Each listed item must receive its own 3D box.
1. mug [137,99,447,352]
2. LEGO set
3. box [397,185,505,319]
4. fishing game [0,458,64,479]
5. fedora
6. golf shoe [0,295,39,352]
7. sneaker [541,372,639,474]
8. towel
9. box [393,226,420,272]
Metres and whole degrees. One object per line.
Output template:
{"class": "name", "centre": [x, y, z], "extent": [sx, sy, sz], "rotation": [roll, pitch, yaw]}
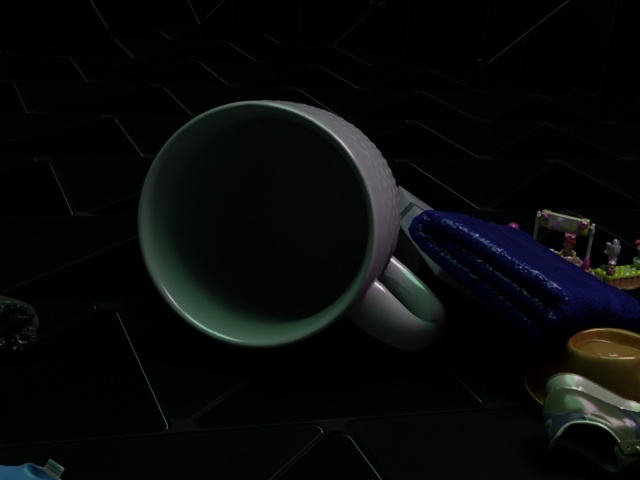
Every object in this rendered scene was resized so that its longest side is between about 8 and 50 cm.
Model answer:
{"class": "mug", "centre": [0.000, 0.000, 1.408], "extent": [0.374, 0.276, 0.328], "rotation": [40, 13, 7]}
{"class": "LEGO set", "centre": [0.405, 0.011, 1.680], "extent": [0.286, 0.107, 0.132], "rotation": [7, 18, 4]}
{"class": "box", "centre": [0.175, 0.015, 1.546], "extent": [0.145, 0.038, 0.186], "rotation": [32, 17, -34]}
{"class": "fishing game", "centre": [-0.283, 0.223, 0.940], "extent": [0.264, 0.041, 0.189], "rotation": [12, 22, 20]}
{"class": "fedora", "centre": [0.328, 0.149, 1.282], "extent": [0.194, 0.079, 0.194], "rotation": [6, 19, -2]}
{"class": "golf shoe", "centre": [-0.414, 0.090, 1.272], "extent": [0.198, 0.077, 0.094], "rotation": [8, 6, -15]}
{"class": "sneaker", "centre": [0.312, 0.204, 1.154], "extent": [0.192, 0.064, 0.086], "rotation": [19, 45, 5]}
{"class": "towel", "centre": [0.252, 0.049, 1.410], "extent": [0.227, 0.076, 0.308], "rotation": [33, 11, 28]}
{"class": "box", "centre": [0.083, -0.010, 1.659], "extent": [0.087, 0.102, 0.101], "rotation": [-9, 22, -33]}
